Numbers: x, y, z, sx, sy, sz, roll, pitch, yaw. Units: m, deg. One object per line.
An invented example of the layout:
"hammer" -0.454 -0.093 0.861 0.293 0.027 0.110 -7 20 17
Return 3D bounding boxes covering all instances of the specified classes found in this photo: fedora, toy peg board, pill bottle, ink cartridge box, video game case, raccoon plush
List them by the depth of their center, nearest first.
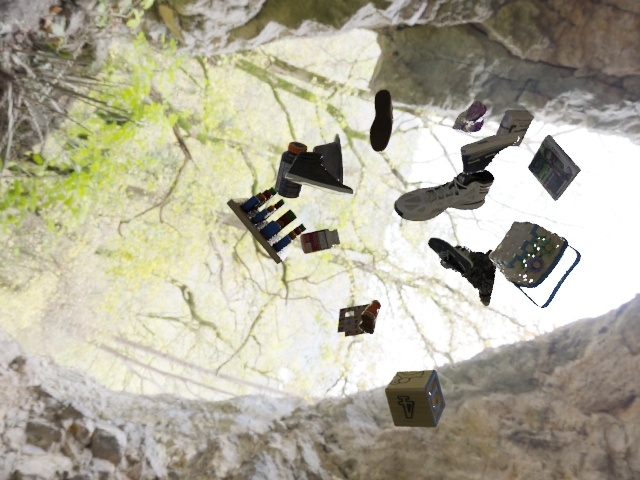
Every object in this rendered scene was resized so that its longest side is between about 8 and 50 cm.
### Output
"toy peg board" -0.103 -0.045 0.950 0.079 0.161 0.160 -40 -177 6
"video game case" 0.825 -0.255 1.574 0.190 0.022 0.173 81 -15 -63
"ink cartridge box" 0.755 -0.438 1.732 0.135 0.100 0.056 99 -18 -44
"pill bottle" 0.000 0.000 1.751 0.086 0.152 0.085 -12 90 -87
"pill bottle" -0.127 -0.325 2.023 0.130 0.131 0.245 -77 -177 -61
"fedora" 0.027 -0.357 2.072 0.244 0.125 0.274 -142 -134 -77
"raccoon plush" 0.826 0.209 2.501 0.216 0.300 0.445 -54 146 -49

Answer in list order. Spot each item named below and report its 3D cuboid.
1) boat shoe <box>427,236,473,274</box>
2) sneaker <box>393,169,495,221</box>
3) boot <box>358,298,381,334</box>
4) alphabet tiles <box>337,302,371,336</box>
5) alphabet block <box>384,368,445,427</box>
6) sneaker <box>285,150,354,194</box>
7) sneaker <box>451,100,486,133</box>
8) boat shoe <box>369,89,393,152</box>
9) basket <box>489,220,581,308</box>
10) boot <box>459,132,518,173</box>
"boat shoe" 0.638 0.079 2.217 0.079 0.255 0.095 -41 162 -30
"sneaker" 0.549 -0.234 1.946 0.257 0.449 0.168 92 -15 -60
"boot" 0.175 0.263 1.512 0.084 0.059 0.157 -55 162 -32
"alphabet tiles" 0.184 0.400 2.234 0.237 0.199 0.009 -79 154 -61
"alphabet block" 0.433 0.717 2.018 0.192 0.197 0.193 -22 98 -58
"sneaker" 0.014 -0.285 1.843 0.104 0.296 0.146 142 -35 -85
"sneaker" 0.643 -0.502 1.844 0.095 0.105 0.236 -60 -176 -3
"boat shoe" 0.300 -0.558 2.105 0.098 0.109 0.301 21 71 -65
"basket" 0.788 0.082 1.615 0.254 0.289 0.201 -57 -162 -1
"boot" 0.519 -0.269 1.363 0.069 0.190 0.085 -115 -170 -61
